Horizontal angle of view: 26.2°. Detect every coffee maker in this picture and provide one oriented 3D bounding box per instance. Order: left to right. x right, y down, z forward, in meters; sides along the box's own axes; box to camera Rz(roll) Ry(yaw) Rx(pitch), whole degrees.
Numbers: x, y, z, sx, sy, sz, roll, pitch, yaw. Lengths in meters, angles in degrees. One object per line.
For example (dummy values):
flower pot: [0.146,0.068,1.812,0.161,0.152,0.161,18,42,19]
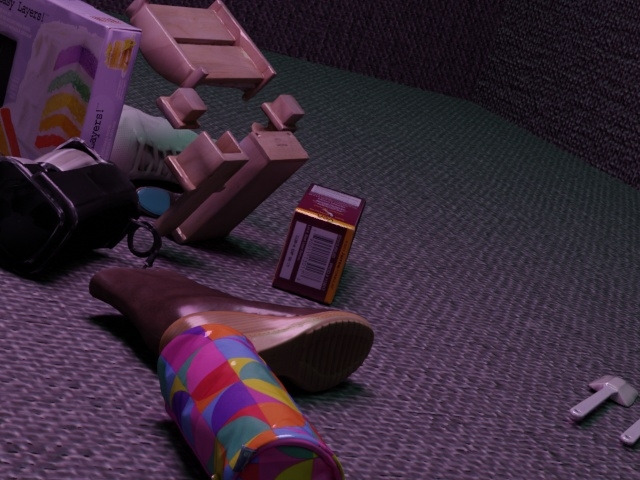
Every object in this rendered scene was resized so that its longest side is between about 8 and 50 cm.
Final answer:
coffee maker: [-0.274,-0.031,1.504,0.171,0.120,0.178,22,15,10]

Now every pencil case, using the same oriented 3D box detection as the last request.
pencil case: [-0.065,0.154,1.125,0.104,0.104,0.236,12,15,-23]

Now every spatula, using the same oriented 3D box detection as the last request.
spatula: [0.382,0.214,1.628,0.168,0.019,0.242,30,18,21]

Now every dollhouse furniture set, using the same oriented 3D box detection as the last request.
dollhouse furniture set: [-0.203,-0.187,1.770,0.355,0.174,0.303,53,24,13]

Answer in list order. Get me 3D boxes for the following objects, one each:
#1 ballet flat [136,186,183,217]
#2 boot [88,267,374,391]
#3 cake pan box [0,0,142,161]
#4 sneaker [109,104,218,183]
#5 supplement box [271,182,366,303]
ballet flat: [-0.204,-0.047,1.831,0.114,0.041,0.041,9,17,-34]
boot: [-0.086,0.074,1.404,0.248,0.090,0.207,-3,27,-46]
cake pan box: [-0.360,-0.193,1.747,0.267,0.246,0.070,29,17,33]
sneaker: [-0.213,-0.120,1.936,0.169,0.108,0.292,20,13,19]
supplement box: [0.000,0.000,1.761,0.080,0.104,0.188,19,14,1]
